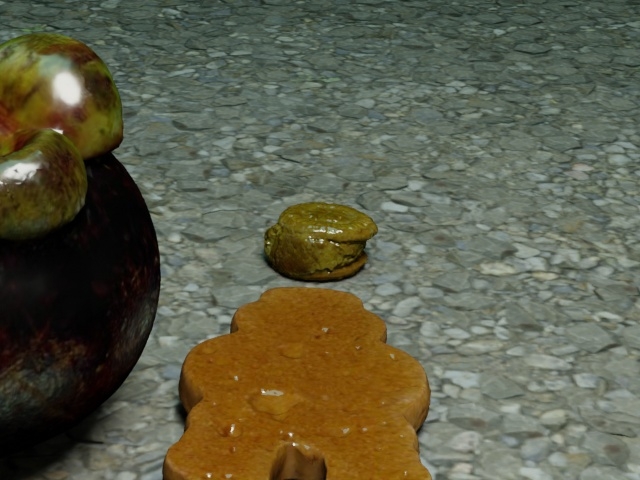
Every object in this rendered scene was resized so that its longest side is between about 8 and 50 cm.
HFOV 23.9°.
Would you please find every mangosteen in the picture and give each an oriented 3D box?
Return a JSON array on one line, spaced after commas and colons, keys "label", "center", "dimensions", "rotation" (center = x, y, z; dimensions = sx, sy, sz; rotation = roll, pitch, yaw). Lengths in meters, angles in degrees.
[{"label": "mangosteen", "center": [-0.273, 0.011, 1.116], "dimensions": [0.330, 0.330, 0.330], "rotation": [2, 25, -1]}]

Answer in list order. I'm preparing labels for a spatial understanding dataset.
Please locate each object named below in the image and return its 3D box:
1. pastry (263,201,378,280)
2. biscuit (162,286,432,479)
[{"label": "pastry", "center": [0.000, 0.000, 1.465], "dimensions": [0.109, 0.057, 0.097], "rotation": [4, 19, -1]}, {"label": "biscuit", "center": [-0.013, 0.131, 1.188], "dimensions": [0.202, 0.047, 0.334], "rotation": [3, 27, -1]}]
